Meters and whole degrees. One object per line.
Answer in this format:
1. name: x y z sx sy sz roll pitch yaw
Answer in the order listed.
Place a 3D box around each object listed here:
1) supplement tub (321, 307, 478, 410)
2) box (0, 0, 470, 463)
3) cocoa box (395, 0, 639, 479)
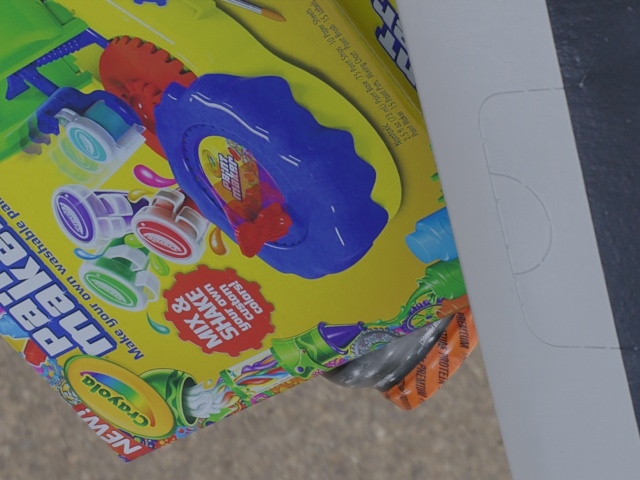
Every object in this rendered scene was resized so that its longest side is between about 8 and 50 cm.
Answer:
1. supplement tub: 0.000 0.000 1.624 0.338 0.207 0.207 38 96 -6
2. box: -0.070 -0.080 0.881 0.279 0.177 0.290 -27 116 29
3. cocoa box: 0.189 -0.054 0.611 0.231 0.228 0.347 -40 121 -51
